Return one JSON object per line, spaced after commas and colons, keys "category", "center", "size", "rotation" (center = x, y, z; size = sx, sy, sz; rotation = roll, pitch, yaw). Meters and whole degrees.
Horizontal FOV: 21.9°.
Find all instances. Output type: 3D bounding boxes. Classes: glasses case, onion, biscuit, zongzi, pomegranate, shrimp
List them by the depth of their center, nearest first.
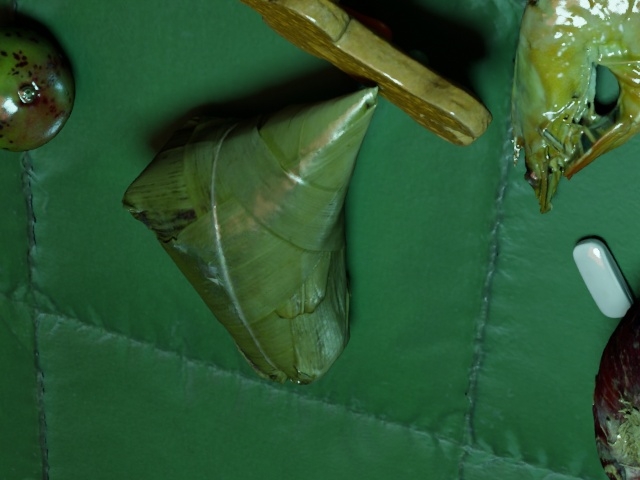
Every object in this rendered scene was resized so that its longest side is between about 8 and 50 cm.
{"category": "biscuit", "center": [0.007, -0.183, 1.400], "size": [0.324, 0.205, 0.049], "rotation": [31, 89, -1]}
{"category": "shrimp", "center": [0.226, -0.126, 1.400], "size": [0.145, 0.061, 0.267], "rotation": [18, 127, 4]}
{"category": "onion", "center": [0.349, 0.150, 1.442], "size": [0.246, 0.190, 0.246], "rotation": [16, 112, 45]}
{"category": "glasses case", "center": [0.259, 0.035, 1.518], "size": [0.032, 0.021, 0.083], "rotation": [-18, 113, 33]}
{"category": "zongzi", "center": [0.000, 0.000, 1.540], "size": [0.300, 0.145, 0.274], "rotation": [-14, 119, 40]}
{"category": "pomegranate", "center": [-0.299, -0.151, 1.622], "size": [0.130, 0.130, 0.130], "rotation": [14, 128, 19]}
